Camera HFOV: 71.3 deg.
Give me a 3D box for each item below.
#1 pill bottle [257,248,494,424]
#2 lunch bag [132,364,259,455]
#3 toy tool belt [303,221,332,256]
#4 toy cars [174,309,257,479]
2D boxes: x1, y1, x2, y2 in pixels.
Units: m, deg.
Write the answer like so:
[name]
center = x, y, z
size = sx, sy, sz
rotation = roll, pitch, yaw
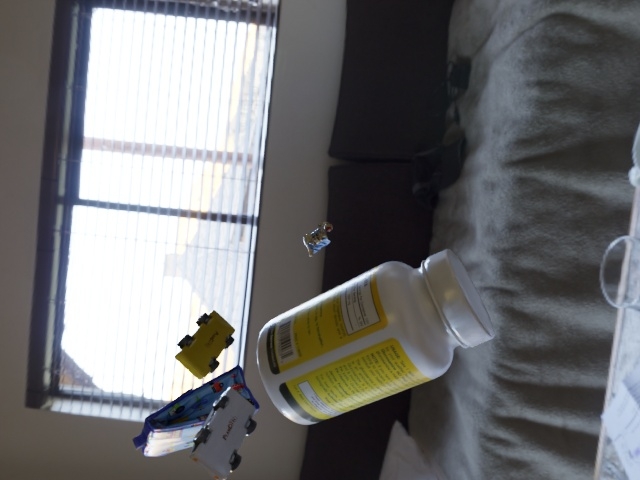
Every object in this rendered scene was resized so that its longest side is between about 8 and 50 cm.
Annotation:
[pill bottle]
center = 0.082, 0.149, 0.702
size = 0.188, 0.334, 0.187
rotation = 48, -155, -31
[lunch bag]
center = -0.341, 0.482, 1.184
size = 0.138, 0.294, 0.220
rotation = 57, 141, 25
[toy tool belt]
center = 0.000, 0.000, 1.050
size = 0.052, 0.083, 0.051
rotation = 34, -153, -39
[toy cars]
center = -0.244, 0.328, 0.979
size = 0.087, 0.177, 0.393
rotation = -42, 50, 22
